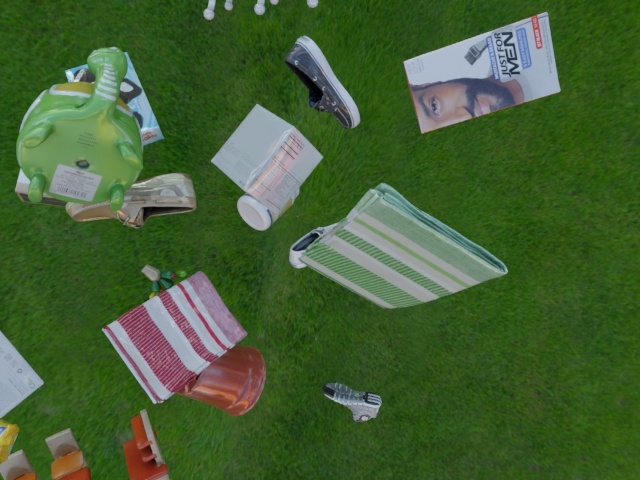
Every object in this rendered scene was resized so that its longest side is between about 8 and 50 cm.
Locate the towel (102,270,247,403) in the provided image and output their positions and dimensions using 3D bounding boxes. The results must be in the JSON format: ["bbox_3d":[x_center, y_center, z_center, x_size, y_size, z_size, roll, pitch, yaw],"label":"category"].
[{"bbox_3d":[-0.369,0.242,1.243,0.037,0.329,0.237,-38,88,39],"label":"towel"}]

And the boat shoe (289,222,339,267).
[{"bbox_3d":[0.000,0.000,1.620,0.095,0.084,0.258,34,55,29],"label":"boat shoe"}]

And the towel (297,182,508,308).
[{"bbox_3d":[0.119,0.034,0.826,0.247,0.325,0.038,31,61,-12],"label":"towel"}]

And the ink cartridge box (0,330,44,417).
[{"bbox_3d":[-0.758,0.297,0.997,0.045,0.224,0.223,-29,100,26],"label":"ink cartridge box"}]

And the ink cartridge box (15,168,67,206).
[{"bbox_3d":[-0.852,-0.234,1.517,0.193,0.088,0.235,7,71,-17],"label":"ink cartridge box"}]

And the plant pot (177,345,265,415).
[{"bbox_3d":[-0.396,0.500,1.763,0.265,0.272,0.273,33,91,-43],"label":"plant pot"}]

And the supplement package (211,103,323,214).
[{"bbox_3d":[-0.145,-0.219,1.261,0.203,0.149,0.194,-51,50,1],"label":"supplement package"}]

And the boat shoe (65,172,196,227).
[{"bbox_3d":[-0.513,-0.095,1.272,0.340,0.122,0.110,-14,79,-6],"label":"boat shoe"}]

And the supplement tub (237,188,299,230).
[{"bbox_3d":[-0.184,-0.147,1.668,0.144,0.144,0.200,46,59,-4],"label":"supplement tub"}]

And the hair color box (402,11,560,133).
[{"bbox_3d":[0.194,-0.203,0.576,0.167,0.053,0.093,-15,107,15],"label":"hair color box"}]

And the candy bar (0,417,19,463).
[{"bbox_3d":[-0.341,0.185,0.463,0.161,0.018,0.040,-1,61,37],"label":"candy bar"}]

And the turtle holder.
[{"bbox_3d":[-0.508,-0.238,0.987,0.243,0.321,0.228,-7,52,-13],"label":"turtle holder"}]

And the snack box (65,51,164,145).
[{"bbox_3d":[-0.593,-0.390,1.337,0.187,0.060,0.322,-24,66,-13],"label":"snack box"}]

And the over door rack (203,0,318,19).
[{"bbox_3d":[-0.133,-0.488,0.872,0.239,0.324,0.108,-1,105,13],"label":"over door rack"}]

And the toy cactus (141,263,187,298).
[{"bbox_3d":[-0.616,0.165,1.813,0.180,0.112,0.219,40,132,-21],"label":"toy cactus"}]

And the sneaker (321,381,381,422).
[{"bbox_3d":[0.109,0.627,1.765,0.228,0.086,0.132,12,118,12],"label":"sneaker"}]

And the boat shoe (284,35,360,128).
[{"bbox_3d":[0.003,-0.307,0.970,0.076,0.080,0.228,-47,135,-6],"label":"boat shoe"}]

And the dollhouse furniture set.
[{"bbox_3d":[-0.367,0.379,0.703,0.258,0.262,0.135,-20,116,-24],"label":"dollhouse furniture set"}]
